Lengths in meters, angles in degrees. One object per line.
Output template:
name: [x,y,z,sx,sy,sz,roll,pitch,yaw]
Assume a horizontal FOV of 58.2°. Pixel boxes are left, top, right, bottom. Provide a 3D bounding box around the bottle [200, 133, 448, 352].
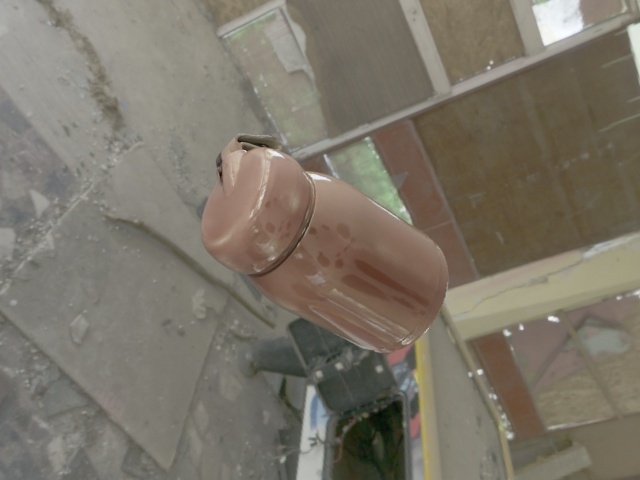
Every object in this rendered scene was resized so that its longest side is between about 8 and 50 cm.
bottle: [0.000,0.000,0.705,0.296,0.173,0.207,29,40,-33]
